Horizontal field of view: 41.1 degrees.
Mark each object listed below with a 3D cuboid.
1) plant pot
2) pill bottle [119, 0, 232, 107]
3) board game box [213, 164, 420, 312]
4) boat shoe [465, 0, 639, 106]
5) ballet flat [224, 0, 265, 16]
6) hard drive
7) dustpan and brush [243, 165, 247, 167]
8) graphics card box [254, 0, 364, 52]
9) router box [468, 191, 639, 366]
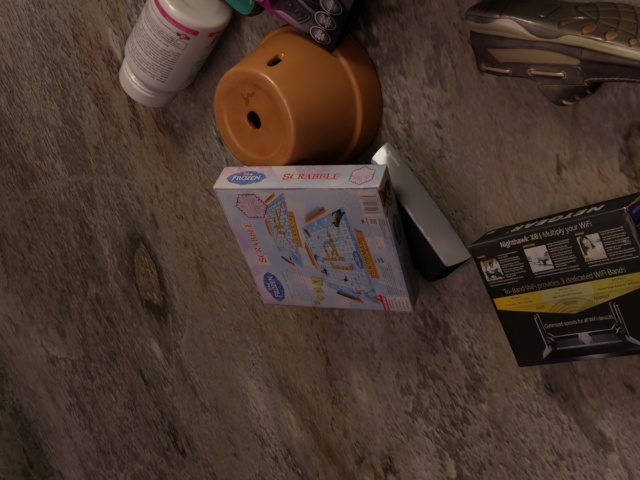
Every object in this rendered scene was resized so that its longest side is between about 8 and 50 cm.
[{"bbox_3d":[-0.060,-0.251,1.597,0.291,0.203,0.291,22,127,33],"label":"plant pot"},{"bbox_3d":[-0.310,-0.412,1.767,0.160,0.160,0.283,52,137,7],"label":"pill bottle"},{"bbox_3d":[0.000,0.000,1.586,0.318,0.066,0.319,2,134,22],"label":"board game box"},{"bbox_3d":[0.375,-0.274,1.256,0.355,0.132,0.130,28,139,40],"label":"boat shoe"},{"bbox_3d":[-0.205,-0.535,1.637,0.280,0.096,0.095,44,132,1],"label":"ballet flat"},{"bbox_3d":[0.164,-0.043,1.567,0.255,0.054,0.172,55,164,8],"label":"hard drive"},{"bbox_3d":[-0.073,-0.103,1.807,0.211,0.060,0.147,-5,96,51],"label":"dustpan and brush"},{"bbox_3d":[-0.085,-0.499,1.428,0.371,0.094,0.233,33,157,0],"label":"graphics card box"},{"bbox_3d":[0.427,0.075,1.417,0.309,0.081,0.243,-16,101,46],"label":"router box"}]
